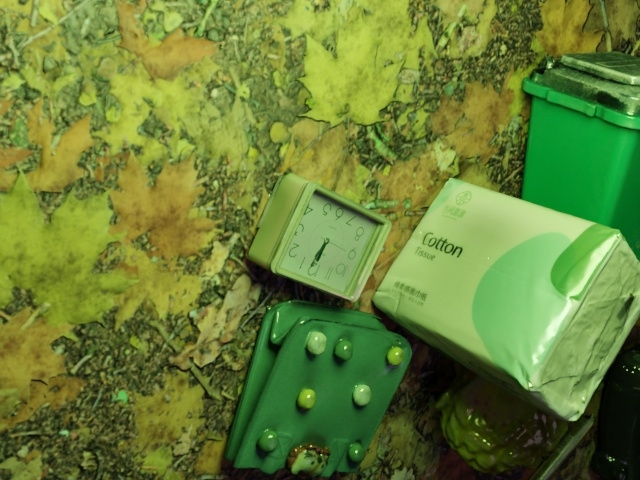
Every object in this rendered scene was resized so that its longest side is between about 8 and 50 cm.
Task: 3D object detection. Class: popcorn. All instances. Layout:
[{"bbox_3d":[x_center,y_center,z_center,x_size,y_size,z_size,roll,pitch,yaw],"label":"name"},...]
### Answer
[{"bbox_3d":[0.330,0.298,1.591,0.259,0.259,0.212,-48,154,-13],"label":"popcorn"}]

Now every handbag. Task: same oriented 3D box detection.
[{"bbox_3d":[0.006,0.243,1.376,0.268,0.100,0.274,17,96,-42],"label":"handbag"}]

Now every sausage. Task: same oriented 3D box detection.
[{"bbox_3d":[0.519,0.478,1.915,0.269,0.032,0.033,-45,128,-16],"label":"sausage"}]

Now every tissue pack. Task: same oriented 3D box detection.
[{"bbox_3d":[0.294,0.082,1.370,0.194,0.356,0.266,40,80,-40],"label":"tissue pack"}]

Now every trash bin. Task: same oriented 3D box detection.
[{"bbox_3d":[0.504,-0.117,1.520,0.259,0.295,0.381,-12,120,-34],"label":"trash bin"}]

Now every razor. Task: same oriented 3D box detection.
[{"bbox_3d":[0.712,0.391,1.984,0.189,0.107,0.327,-13,115,-35],"label":"razor"}]

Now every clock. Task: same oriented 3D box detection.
[{"bbox_3d":[0.000,0.000,1.297,0.192,0.071,0.147,25,91,-42],"label":"clock"}]

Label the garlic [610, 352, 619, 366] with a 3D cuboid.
[{"bbox_3d":[0.477,0.288,1.746,0.339,0.151,0.196,-57,147,-6],"label":"garlic"}]

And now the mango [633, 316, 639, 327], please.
[{"bbox_3d":[0.614,0.031,1.736,0.191,0.159,0.291,-3,98,-41],"label":"mango"}]
